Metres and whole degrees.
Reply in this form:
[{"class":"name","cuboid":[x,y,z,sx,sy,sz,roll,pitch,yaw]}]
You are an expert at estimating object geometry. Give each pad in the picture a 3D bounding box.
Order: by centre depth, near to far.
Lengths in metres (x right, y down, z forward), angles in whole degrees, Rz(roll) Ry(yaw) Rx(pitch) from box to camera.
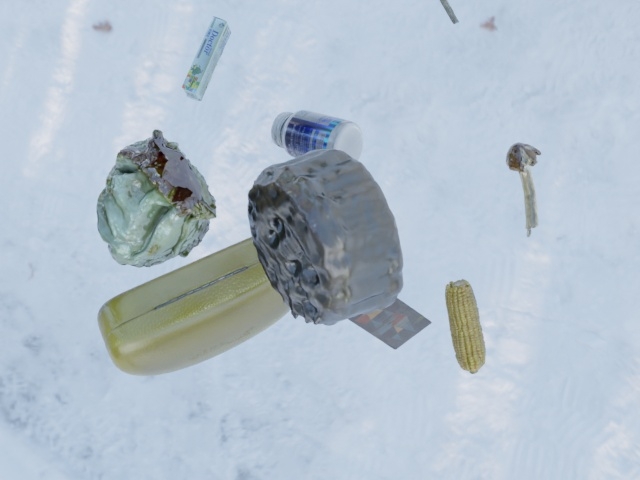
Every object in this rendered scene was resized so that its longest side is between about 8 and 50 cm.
[{"class":"pad","cuboid":[0.249,-0.702,1.749,0.018,0.284,0.287,-28,43,19]},{"class":"pad","cuboid":[0.172,0.204,1.854,0.143,0.211,0.003,-42,28,27]}]

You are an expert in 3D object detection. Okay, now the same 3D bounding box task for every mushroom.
[{"class":"mushroom","cuboid":[0.404,-0.100,1.374,0.061,0.060,0.187,1,109,55]}]

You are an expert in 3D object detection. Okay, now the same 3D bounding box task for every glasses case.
[{"class":"glasses case","cuboid":[-0.204,0.128,1.282,0.371,0.173,0.141,-24,66,-15]}]

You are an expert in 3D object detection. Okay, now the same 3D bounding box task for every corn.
[{"class":"corn","cuboid":[0.303,0.180,1.479,0.068,0.068,0.208,-9,101,18]}]

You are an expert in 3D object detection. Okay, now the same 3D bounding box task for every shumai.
[{"class":"shumai","cuboid":[-0.191,-0.055,0.931,0.141,0.184,0.184,-10,80,31]}]

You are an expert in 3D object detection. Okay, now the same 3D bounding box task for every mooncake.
[{"class":"mooncake","cuboid":[0.000,0.000,0.893,0.124,0.228,0.228,-21,74,-24]}]

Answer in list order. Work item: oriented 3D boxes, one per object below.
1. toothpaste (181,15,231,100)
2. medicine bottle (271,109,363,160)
[{"class":"toothpaste","cuboid":[-0.226,-0.361,1.412,0.034,0.046,0.164,21,82,6]},{"class":"medicine bottle","cuboid":[-0.011,-0.218,1.506,0.191,0.107,0.107,22,91,36]}]
